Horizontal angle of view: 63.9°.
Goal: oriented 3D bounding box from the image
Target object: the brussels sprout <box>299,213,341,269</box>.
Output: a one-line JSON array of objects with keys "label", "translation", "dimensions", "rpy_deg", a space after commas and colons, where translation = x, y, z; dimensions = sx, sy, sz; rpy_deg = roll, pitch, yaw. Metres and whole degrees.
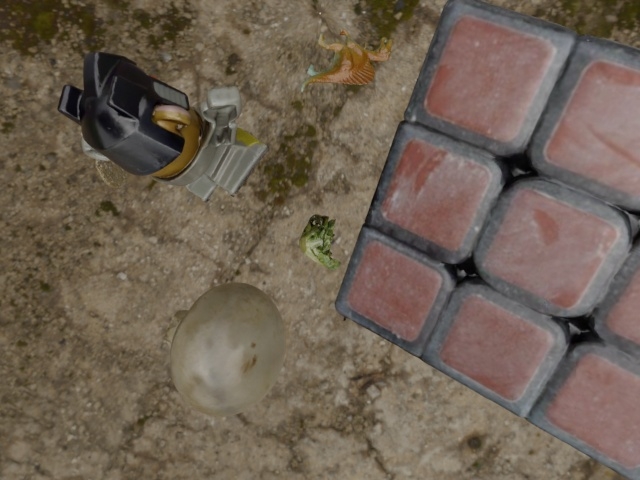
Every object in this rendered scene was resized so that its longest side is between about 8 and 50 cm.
[{"label": "brussels sprout", "translation": [0.000, 0.000, 0.735], "dimensions": [0.058, 0.085, 0.085], "rpy_deg": [1, 115, -19]}]

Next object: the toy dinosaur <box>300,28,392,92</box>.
[{"label": "toy dinosaur", "translation": [0.050, -0.329, 0.989], "dimensions": [0.142, 0.212, 0.057], "rpy_deg": [20, 156, -3]}]

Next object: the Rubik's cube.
[{"label": "Rubik's cube", "translation": [0.239, -0.031, 0.509], "dimensions": [0.303, 0.301, 0.305], "rpy_deg": [30, 118, 19]}]

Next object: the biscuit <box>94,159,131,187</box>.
[{"label": "biscuit", "translation": [-0.440, -0.172, 1.095], "dimensions": [0.015, 0.120, 0.120], "rpy_deg": [0, 115, 16]}]

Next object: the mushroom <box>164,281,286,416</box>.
[{"label": "mushroom", "translation": [-0.160, 0.162, 0.800], "dimensions": [0.204, 0.204, 0.204], "rpy_deg": [0, 114, 0]}]

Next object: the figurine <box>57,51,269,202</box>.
[{"label": "figurine", "translation": [-0.231, -0.157, 0.766], "dimensions": [0.308, 0.308, 0.143], "rpy_deg": [-22, 68, 9]}]
